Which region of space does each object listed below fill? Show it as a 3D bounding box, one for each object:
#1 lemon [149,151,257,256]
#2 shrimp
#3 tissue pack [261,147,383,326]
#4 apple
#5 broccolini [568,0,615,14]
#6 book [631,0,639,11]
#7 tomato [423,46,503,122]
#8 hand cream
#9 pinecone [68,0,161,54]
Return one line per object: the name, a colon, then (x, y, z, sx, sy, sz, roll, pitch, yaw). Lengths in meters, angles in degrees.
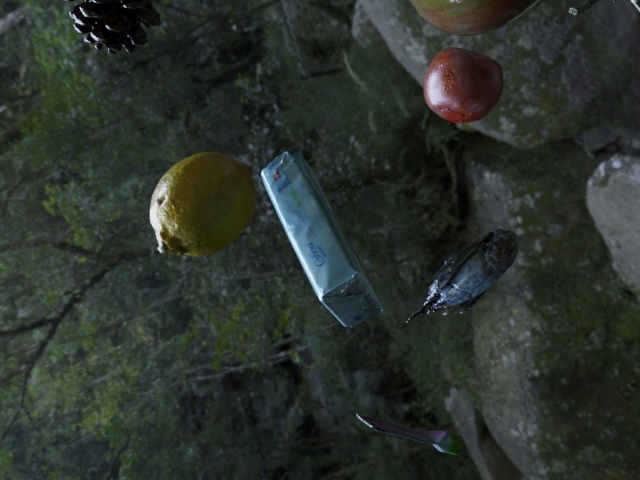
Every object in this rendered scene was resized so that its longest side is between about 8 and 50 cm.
lemon: (-0.226, -0.070, 1.239, 0.257, 0.188, 0.188, -47, -60, -30)
shrimp: (0.221, 0.064, 1.027, 0.090, 0.233, 0.079, 37, -154, -24)
tissue pack: (0.000, 0.000, 1.049, 0.263, 0.089, 0.177, 65, -174, 29)
apple: (0.235, -0.439, 0.947, 0.257, 0.234, 0.257, 26, -121, -55)
broccolini: (0.549, -0.481, 1.262, 0.218, 0.042, 0.044, -30, -84, -38)
book: (0.775, -0.609, 1.343, 0.217, 0.310, 0.021, 8, -155, -48)
tomato: (0.373, -0.404, 1.689, 0.208, 0.184, 0.208, 19, -165, -5)
hand cream: (0.218, 0.458, 1.520, 0.275, 0.079, 0.050, 20, -119, -23)
pinecone: (-0.416, -0.526, 1.305, 0.309, 0.244, 0.244, 107, 153, -50)
